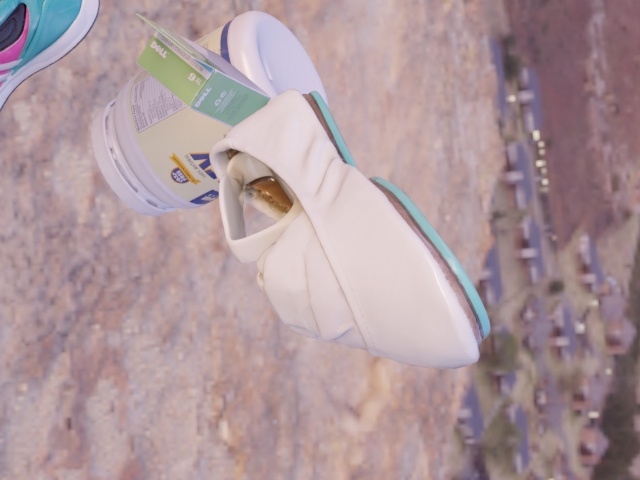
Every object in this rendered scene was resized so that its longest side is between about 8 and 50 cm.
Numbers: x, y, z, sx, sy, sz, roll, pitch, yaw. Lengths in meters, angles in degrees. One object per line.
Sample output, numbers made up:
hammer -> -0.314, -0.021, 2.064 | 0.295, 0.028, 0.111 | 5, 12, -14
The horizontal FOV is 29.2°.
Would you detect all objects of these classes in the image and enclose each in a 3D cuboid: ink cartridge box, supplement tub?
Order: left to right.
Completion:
ink cartridge box -> -0.162, -0.212, 1.582 | 0.062, 0.109, 0.209 | -53, 156, 9
supplement tub -> -0.175, -0.191, 1.945 | 0.235, 0.325, 0.235 | 44, 32, -37

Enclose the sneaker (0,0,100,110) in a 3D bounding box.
sneaker -> -0.395, -0.205, 1.304 | 0.178, 0.295, 0.124 | 27, 29, -54

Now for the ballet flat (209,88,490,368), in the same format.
ballet flat -> 0.000, 0.000, 0.941 | 0.400, 0.139, 0.139 | -123, -168, -59
